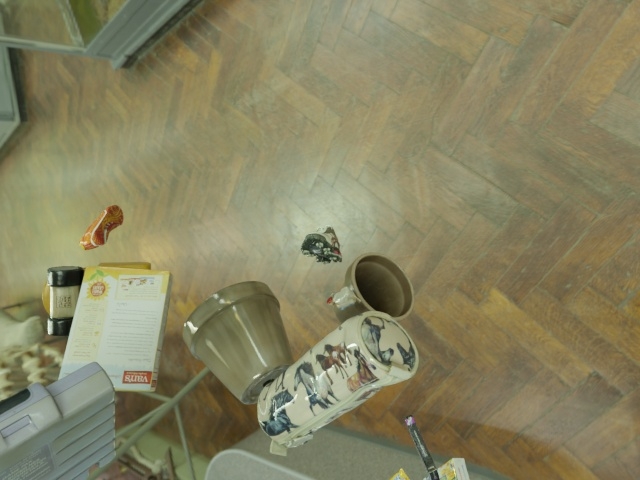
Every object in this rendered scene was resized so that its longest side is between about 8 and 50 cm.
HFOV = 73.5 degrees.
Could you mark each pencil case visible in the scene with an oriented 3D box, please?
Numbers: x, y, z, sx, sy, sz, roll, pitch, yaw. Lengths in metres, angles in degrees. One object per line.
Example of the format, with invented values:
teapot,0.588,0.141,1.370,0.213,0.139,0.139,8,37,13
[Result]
pencil case,0.027,0.316,0.949,0.410,0.160,0.184,-45,38,31

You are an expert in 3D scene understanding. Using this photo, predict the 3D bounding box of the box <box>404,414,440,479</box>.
box,0.293,0.601,1.232,0.162,0.029,0.116,-111,-1,-46

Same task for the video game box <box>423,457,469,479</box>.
video game box,0.387,0.781,1.277,0.187,0.048,0.205,-98,22,-44

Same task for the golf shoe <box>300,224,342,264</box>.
golf shoe,0.000,0.000,1.436,0.105,0.273,0.120,-6,75,13

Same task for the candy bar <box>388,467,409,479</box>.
candy bar,0.225,0.817,1.416,0.161,0.018,0.040,-44,71,11

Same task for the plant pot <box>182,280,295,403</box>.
plant pot,-0.227,0.337,1.339,0.280,0.323,0.323,51,130,33

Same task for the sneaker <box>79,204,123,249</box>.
sneaker,-0.589,-0.041,1.151,0.067,0.175,0.064,-14,120,15

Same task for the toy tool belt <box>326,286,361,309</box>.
toy tool belt,0.059,0.154,1.076,0.051,0.052,0.083,36,138,-20

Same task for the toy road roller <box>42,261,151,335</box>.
toy road roller,-0.687,0.166,1.358,0.240,0.329,0.203,-165,77,-70

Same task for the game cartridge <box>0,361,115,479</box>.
game cartridge,-0.388,0.280,0.432,0.068,0.355,0.230,38,132,22

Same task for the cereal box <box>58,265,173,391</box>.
cereal box,-0.403,0.175,0.861,0.047,0.173,0.240,106,168,-69

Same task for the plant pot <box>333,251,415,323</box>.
plant pot,0.164,0.208,1.523,0.263,0.263,0.229,58,136,16
